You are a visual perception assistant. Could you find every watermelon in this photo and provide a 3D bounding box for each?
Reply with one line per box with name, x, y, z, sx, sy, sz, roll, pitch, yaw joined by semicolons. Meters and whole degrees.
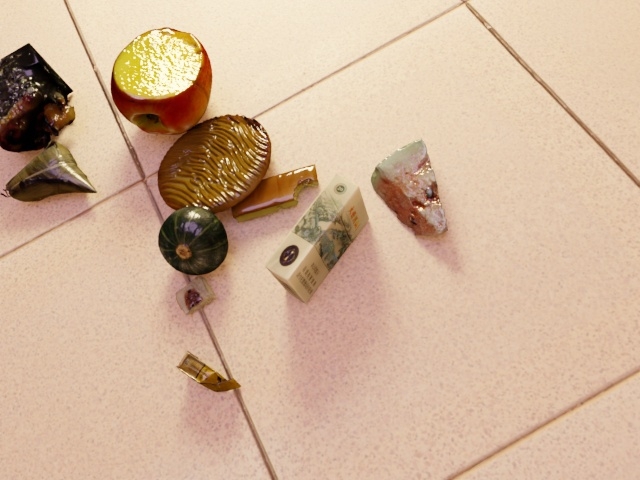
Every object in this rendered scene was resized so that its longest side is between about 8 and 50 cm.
watermelon;0.220;-0.106;1.258;0.154;0.094;0.241;-29;67;7

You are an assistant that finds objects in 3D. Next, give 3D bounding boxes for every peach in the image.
peach;-0.411;-0.419;1.428;0.249;0.245;0.274;25;75;-22

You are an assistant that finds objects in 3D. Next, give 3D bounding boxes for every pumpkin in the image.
pumpkin;-0.299;0.001;1.276;0.167;0.167;0.125;2;38;12

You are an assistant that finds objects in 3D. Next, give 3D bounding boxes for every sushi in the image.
sushi;-0.804;-0.358;1.492;0.227;0.215;0.212;-33;65;-4

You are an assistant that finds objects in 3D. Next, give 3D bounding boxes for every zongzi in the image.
zongzi;-0.722;-0.133;1.454;0.205;0.094;0.204;-42;74;-3

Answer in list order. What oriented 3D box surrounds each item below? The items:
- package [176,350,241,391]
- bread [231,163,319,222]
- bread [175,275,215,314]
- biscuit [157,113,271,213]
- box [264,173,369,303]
package;-0.243;0.296;1.180;0.131;0.071;0.047;27;69;19
bread;-0.110;-0.116;1.339;0.226;0.049;0.087;-15;63;5
bread;-0.297;0.129;1.281;0.083;0.035;0.070;-34;64;-1
biscuit;-0.275;-0.199;1.384;0.318;0.040;0.317;-10;56;15
box;0.000;0.000;1.204;0.069;0.164;0.256;32;77;24
